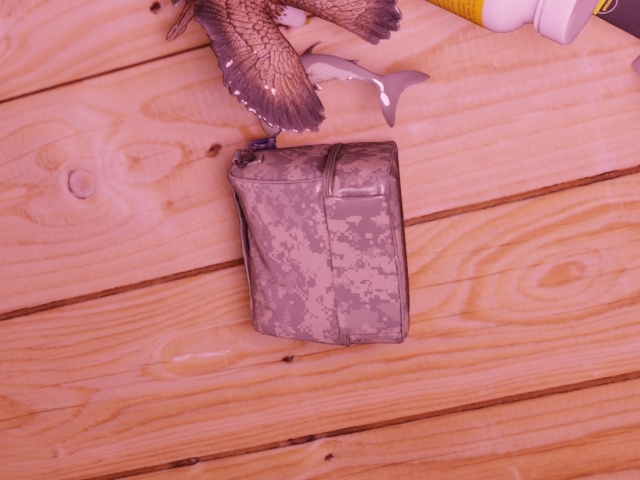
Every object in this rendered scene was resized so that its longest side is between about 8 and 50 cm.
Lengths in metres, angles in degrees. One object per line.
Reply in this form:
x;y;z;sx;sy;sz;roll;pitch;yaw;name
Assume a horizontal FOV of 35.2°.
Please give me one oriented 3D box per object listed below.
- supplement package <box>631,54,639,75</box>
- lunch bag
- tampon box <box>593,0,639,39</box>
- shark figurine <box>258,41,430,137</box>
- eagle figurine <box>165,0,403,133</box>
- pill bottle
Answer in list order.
0.582;-0.271;1.366;0.145;0.204;0.262;35;113;-12;supplement package
0.000;0.000;1.537;0.255;0.213;0.305;-4;113;6;lunch bag
0.433;-0.358;1.396;0.161;0.101;0.120;26;115;-7;tampon box
0.004;-0.249;1.475;0.278;0.116;0.166;-6;132;36;shark figurine
-0.066;-0.316;1.359;0.225;0.298;0.226;-20;136;-32;eagle figurine
0.199;-0.384;1.299;0.333;0.188;0.188;31;116;18;pill bottle
